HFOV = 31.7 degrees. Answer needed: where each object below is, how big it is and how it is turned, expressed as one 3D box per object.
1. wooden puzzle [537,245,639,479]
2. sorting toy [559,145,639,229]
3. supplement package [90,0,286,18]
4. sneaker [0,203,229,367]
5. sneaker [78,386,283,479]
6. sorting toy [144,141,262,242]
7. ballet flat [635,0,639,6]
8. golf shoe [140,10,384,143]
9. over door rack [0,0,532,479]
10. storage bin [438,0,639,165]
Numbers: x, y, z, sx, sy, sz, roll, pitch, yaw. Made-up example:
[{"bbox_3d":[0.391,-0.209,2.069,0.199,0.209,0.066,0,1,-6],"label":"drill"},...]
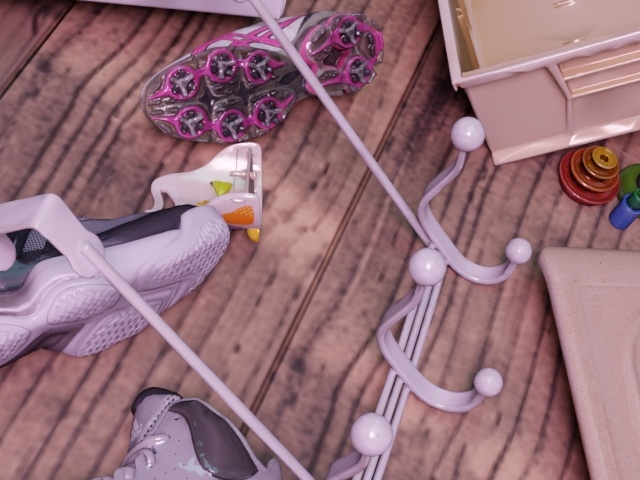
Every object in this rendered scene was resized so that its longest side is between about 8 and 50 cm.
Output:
[{"bbox_3d":[0.312,0.161,0.729,0.322,0.080,0.348,3,55,-16],"label":"wooden puzzle"},{"bbox_3d":[0.231,-0.044,0.843,0.102,0.042,0.061,7,58,-13],"label":"sorting toy"},{"bbox_3d":[-0.163,-0.280,0.763,0.293,0.175,0.177,2,41,-16],"label":"supplement package"},{"bbox_3d":[-0.193,0.000,0.652,0.268,0.101,0.153,-24,72,-25],"label":"sneaker"},{"bbox_3d":[-0.121,0.140,0.612,0.228,0.086,0.132,11,52,-23],"label":"sneaker"},{"bbox_3d":[-0.076,-0.028,0.741,0.075,0.045,0.083,-1,28,-1],"label":"sorting toy"},{"bbox_3d":[0.339,-0.127,0.883,0.316,0.106,0.107,49,37,12],"label":"ballet flat"},{"bbox_3d":[-0.048,-0.115,0.792,0.186,0.067,0.086,-21,24,-30],"label":"golf shoe"},{"bbox_3d":[0.000,0.000,0.634,0.324,0.108,0.239,43,48,-25],"label":"over door rack"},{"bbox_3d":[0.216,-0.220,0.831,0.260,0.123,0.262,-14,59,13],"label":"storage bin"}]
